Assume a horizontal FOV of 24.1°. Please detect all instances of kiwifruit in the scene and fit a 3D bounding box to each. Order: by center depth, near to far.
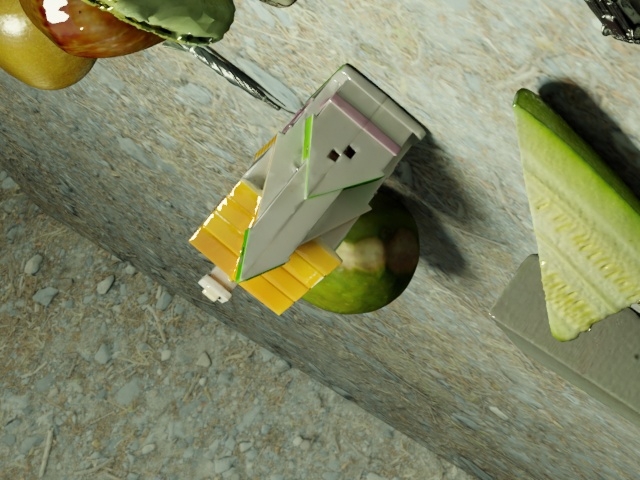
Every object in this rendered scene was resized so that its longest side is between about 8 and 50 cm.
[{"bbox_3d":[-0.420,-0.330,2.245,0.196,0.196,0.234,32,170,23],"label":"kiwifruit"}]

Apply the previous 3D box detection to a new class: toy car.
[{"bbox_3d":[0.251,-0.203,1.293,0.041,0.025,0.093,20,161,47],"label":"toy car"}]

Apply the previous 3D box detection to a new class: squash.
[{"bbox_3d":[0.249,-0.042,1.623,0.289,0.111,0.203,39,133,-20],"label":"squash"}]

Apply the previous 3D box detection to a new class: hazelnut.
[{"bbox_3d":[-0.264,-0.325,1.835,0.218,0.218,0.234,29,164,32],"label":"hazelnut"}]

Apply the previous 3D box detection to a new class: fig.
[{"bbox_3d":[0.000,0.000,2.131,0.275,0.206,0.206,11,-174,-39],"label":"fig"}]

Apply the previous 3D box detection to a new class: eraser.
[{"bbox_3d":[0.390,0.156,1.929,0.352,0.111,0.077,34,168,17],"label":"eraser"}]

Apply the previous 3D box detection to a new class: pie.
[{"bbox_3d":[-0.252,-0.330,1.578,0.371,0.078,0.296,40,-165,6],"label":"pie"}]

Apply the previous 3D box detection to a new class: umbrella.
[{"bbox_3d":[-0.170,-0.261,2.149,0.269,0.044,0.044,39,-163,0],"label":"umbrella"}]

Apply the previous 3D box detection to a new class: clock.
[{"bbox_3d":[-0.030,-0.043,1.927,0.166,0.309,0.235,40,167,-5],"label":"clock"}]

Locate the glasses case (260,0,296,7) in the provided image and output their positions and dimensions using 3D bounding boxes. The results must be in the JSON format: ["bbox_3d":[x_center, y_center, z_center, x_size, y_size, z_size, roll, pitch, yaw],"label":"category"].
[{"bbox_3d":[-0.110,-0.372,1.529,0.137,0.085,0.354,33,164,37],"label":"glasses case"}]
